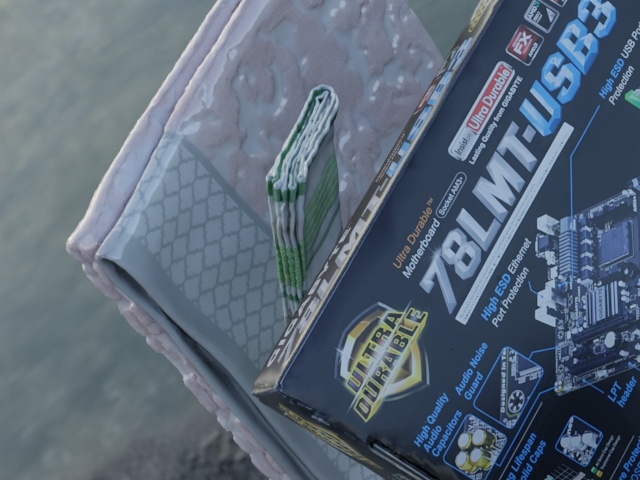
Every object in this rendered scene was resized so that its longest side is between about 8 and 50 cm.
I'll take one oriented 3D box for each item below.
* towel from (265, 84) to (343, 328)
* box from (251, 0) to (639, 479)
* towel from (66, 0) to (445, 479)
[{"bbox_3d":[0.000,0.000,1.020,0.023,0.152,0.113,3,34,15],"label":"towel"},{"bbox_3d":[0.163,0.028,0.894,0.295,0.293,0.073,-60,7,-13],"label":"box"},{"bbox_3d":[0.009,-0.015,1.167,0.053,0.332,0.317,5,54,41],"label":"towel"}]
